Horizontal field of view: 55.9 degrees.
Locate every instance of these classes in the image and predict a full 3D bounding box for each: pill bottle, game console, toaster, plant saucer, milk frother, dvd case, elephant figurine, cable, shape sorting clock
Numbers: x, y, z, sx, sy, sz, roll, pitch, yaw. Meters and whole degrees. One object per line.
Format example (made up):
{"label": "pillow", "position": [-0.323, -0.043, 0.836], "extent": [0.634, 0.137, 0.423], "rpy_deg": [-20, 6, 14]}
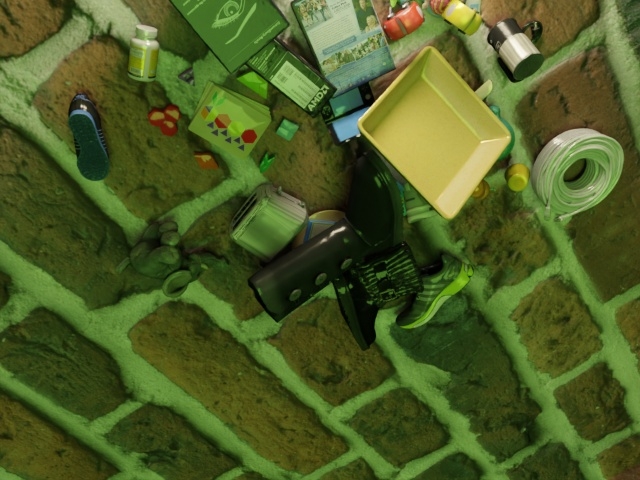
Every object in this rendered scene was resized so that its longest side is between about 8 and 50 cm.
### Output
{"label": "pill bottle", "position": [-0.408, -0.433, 1.394], "extent": [0.065, 0.065, 0.116], "rpy_deg": [8, 119, -16]}
{"label": "game console", "position": [0.077, -0.332, 1.540], "extent": [0.144, 0.085, 0.124], "rpy_deg": [-23, 123, 2]}
{"label": "toaster", "position": [-0.149, -0.043, 1.650], "extent": [0.146, 0.129, 0.227], "rpy_deg": [33, 112, -22]}
{"label": "plant saucer", "position": [0.279, -0.264, 1.517], "extent": [0.333, 0.081, 0.332], "rpy_deg": [45, 67, -10]}
{"label": "milk frother", "position": [0.515, -0.482, 1.507], "extent": [0.143, 0.134, 0.129], "rpy_deg": [-29, 153, 10]}
{"label": "dvd case", "position": [0.059, -0.495, 1.463], "extent": [0.180, 0.022, 0.253], "rpy_deg": [-25, 118, 4]}
{"label": "elephant figurine", "position": [-0.397, 0.072, 1.664], "extent": [0.186, 0.169, 0.239], "rpy_deg": [-3, 144, 24]}
{"label": "cable", "position": [0.747, -0.199, 1.756], "extent": [0.257, 0.089, 0.257], "rpy_deg": [-19, 122, -1]}
{"label": "shape sorting clock", "position": [0.014, 0.002, 1.758], "extent": [0.206, 0.040, 0.206], "rpy_deg": [-7, 121, -12]}

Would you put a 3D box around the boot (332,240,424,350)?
{"label": "boot", "position": [0.191, 0.179, 1.842], "extent": [0.260, 0.131, 0.348], "rpy_deg": [-22, 133, -4]}

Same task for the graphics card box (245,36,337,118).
{"label": "graphics card box", "position": [-0.148, -0.438, 1.344], "extent": [0.371, 0.233, 0.094], "rpy_deg": [33, 103, -27]}

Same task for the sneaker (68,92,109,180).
{"label": "sneaker", "position": [-0.562, -0.250, 1.474], "extent": [0.082, 0.090, 0.232], "rpy_deg": [-2, 142, -12]}

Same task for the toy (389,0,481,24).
{"label": "toy", "position": [0.285, -0.586, 1.445], "extent": [0.237, 0.056, 0.136], "rpy_deg": [-6, 123, -7]}

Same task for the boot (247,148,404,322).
{"label": "boot", "position": [0.001, 0.001, 1.589], "extent": [0.445, 0.146, 0.367], "rpy_deg": [-29, 141, -8]}

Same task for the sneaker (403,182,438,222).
{"label": "sneaker", "position": [0.304, -0.133, 1.630], "extent": [0.105, 0.281, 0.115], "rpy_deg": [-15, 96, 30]}

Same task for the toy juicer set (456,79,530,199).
{"label": "toy juicer set", "position": [0.431, -0.263, 1.668], "extent": [0.209, 0.089, 0.329], "rpy_deg": [-19, 113, 25]}

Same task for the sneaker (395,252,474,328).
{"label": "sneaker", "position": [0.334, 0.154, 1.893], "extent": [0.121, 0.111, 0.300], "rpy_deg": [39, 106, -11]}

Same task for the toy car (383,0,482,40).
{"label": "toy car", "position": [0.267, -0.577, 1.386], "extent": [0.239, 0.053, 0.224], "rpy_deg": [-4, 120, -3]}

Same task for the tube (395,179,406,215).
{"label": "tube", "position": [0.199, -0.143, 1.707], "extent": [0.080, 0.052, 0.207], "rpy_deg": [-32, 128, 24]}

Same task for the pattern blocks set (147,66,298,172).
{"label": "pattern blocks set", "position": [-0.234, -0.304, 1.530], "extent": [0.325, 0.026, 0.285], "rpy_deg": [37, 108, -28]}

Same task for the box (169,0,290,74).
{"label": "box", "position": [-0.183, -0.445, 1.136], "extent": [0.153, 0.108, 0.207], "rpy_deg": [-38, 119, 3]}
